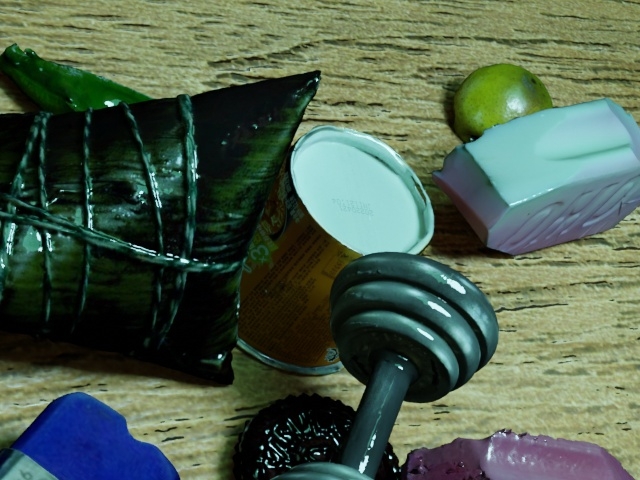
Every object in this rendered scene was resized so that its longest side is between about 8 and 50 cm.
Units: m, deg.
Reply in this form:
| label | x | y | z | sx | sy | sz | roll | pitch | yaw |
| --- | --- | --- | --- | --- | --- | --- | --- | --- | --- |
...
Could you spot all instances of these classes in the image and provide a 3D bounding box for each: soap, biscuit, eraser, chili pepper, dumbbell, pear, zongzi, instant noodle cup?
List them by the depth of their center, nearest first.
| label | x | y | z | sx | sy | sz | roll | pitch | yaw |
| --- | --- | --- | --- | --- | --- | --- | --- | --- | --- |
| eraser | -0.260 | 0.274 | 1.510 | 0.155 | 0.101 | 0.332 | 39 | 40 | 0 |
| zongzi | -0.178 | -0.050 | 1.660 | 0.383 | 0.362 | 0.319 | 20 | 28 | -20 |
| dumbbell | 0.047 | 0.180 | 1.668 | 0.179 | 0.179 | 0.406 | 32 | 52 | -11 |
| biscuit | 0.001 | 0.238 | 1.767 | 0.194 | 0.053 | 0.195 | 18 | 50 | -22 |
| soap | 0.207 | 0.283 | 1.793 | 0.289 | 0.182 | 0.112 | 14 | 46 | -26 |
| instant noodle cup | 0.000 | 0.000 | 1.874 | 0.230 | 0.182 | 0.230 | 19 | 47 | -22 |
| chili pepper | -0.248 | -0.144 | 1.901 | 0.216 | 0.062 | 0.108 | 36 | 35 | -5 |
| soap | 0.276 | -0.073 | 2.133 | 0.323 | 0.193 | 0.109 | -12 | 63 | -42 |
| pear | 0.241 | -0.165 | 2.256 | 0.141 | 0.104 | 0.141 | 17 | 50 | -21 |
